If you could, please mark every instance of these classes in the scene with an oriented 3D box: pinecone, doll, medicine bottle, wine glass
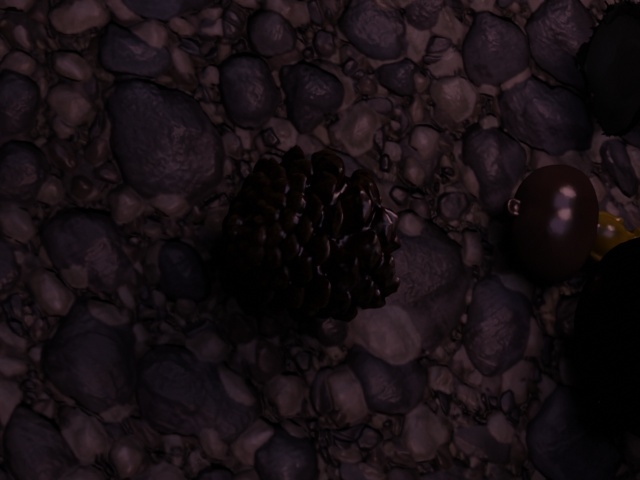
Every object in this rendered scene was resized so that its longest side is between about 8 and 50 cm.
[{"bbox_3d":[-0.001,0.002,1.525,0.204,0.179,0.184,28,28,-30],"label":"pinecone"},{"bbox_3d":[0.297,-0.005,1.731,0.188,0.096,0.145,43,64,-17],"label":"doll"},{"bbox_3d":[0.504,0.116,1.701,0.395,0.242,0.242,5,69,-33],"label":"medicine bottle"},{"bbox_3d":[0.520,-0.199,1.859,0.357,0.190,0.190,5,69,-19],"label":"wine glass"}]
